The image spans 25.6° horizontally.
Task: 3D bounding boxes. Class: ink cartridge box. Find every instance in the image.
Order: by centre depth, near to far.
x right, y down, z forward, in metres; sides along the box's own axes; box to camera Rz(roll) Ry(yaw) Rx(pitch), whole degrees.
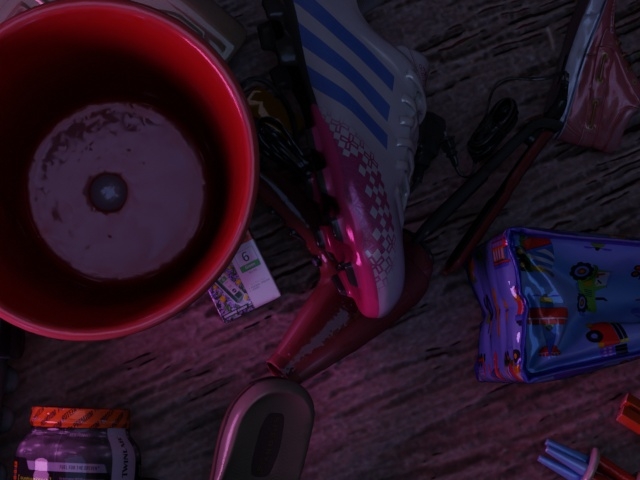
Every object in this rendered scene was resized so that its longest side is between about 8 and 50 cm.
[{"bbox_3d":[-0.090,0.016,1.362,0.063,0.029,0.115,-26,90,0],"label":"ink cartridge box"}]

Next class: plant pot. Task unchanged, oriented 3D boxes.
[{"bbox_3d":[-0.188,-0.052,1.227,0.275,0.243,0.275,0,87,-4],"label":"plant pot"}]

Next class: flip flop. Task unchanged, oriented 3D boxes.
[{"bbox_3d":[-0.053,0.262,1.283,0.112,0.080,0.277,7,101,-33],"label":"flip flop"}]

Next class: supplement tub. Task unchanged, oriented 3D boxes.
[{"bbox_3d":[-0.224,0.248,1.290,0.117,0.117,0.190,3,84,-4],"label":"supplement tub"}]

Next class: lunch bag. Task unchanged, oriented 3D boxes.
[{"bbox_3d":[0.298,0.051,1.296,0.293,0.221,0.138,-5,85,-4],"label":"lunch bag"}]

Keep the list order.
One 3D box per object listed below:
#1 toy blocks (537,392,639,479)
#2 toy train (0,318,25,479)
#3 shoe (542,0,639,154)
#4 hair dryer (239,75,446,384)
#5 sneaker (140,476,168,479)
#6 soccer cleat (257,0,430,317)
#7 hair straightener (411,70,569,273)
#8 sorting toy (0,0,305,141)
[{"bbox_3d":[0.297,0.204,1.363,0.148,0.054,0.123,28,83,0],"label":"toy blocks"},{"bbox_3d":[-0.373,0.148,1.286,0.190,0.142,0.334,6,83,-13],"label":"toy train"},{"bbox_3d":[0.282,-0.177,1.402,0.081,0.063,0.178,18,88,-3],"label":"shoe"},{"bbox_3d":[0.000,0.000,1.351,0.223,0.080,0.293,8,75,-6],"label":"hair dryer"},{"bbox_3d":[-0.134,0.258,1.332,0.109,0.044,0.040,32,84,1],"label":"sneaker"},{"bbox_3d":[0.048,-0.099,1.280,0.143,0.116,0.331,-13,78,-10],"label":"soccer cleat"},{"bbox_3d":[0.157,-0.081,1.332,0.089,0.047,0.230,39,78,-3],"label":"hair straightener"},{"bbox_3d":[-0.182,-0.151,1.380,0.307,0.041,0.229,39,85,-6],"label":"sorting toy"}]
